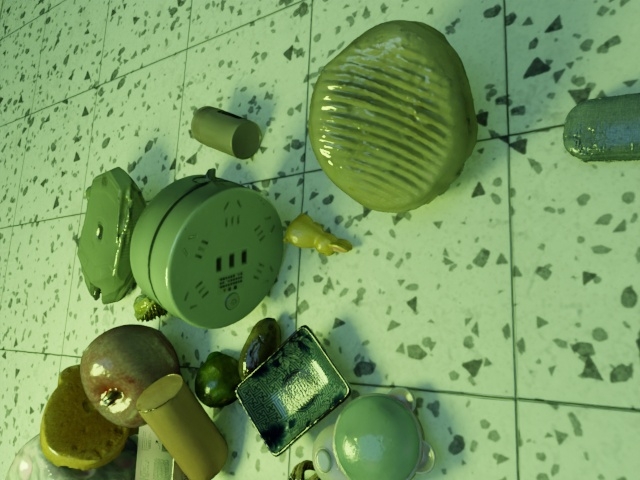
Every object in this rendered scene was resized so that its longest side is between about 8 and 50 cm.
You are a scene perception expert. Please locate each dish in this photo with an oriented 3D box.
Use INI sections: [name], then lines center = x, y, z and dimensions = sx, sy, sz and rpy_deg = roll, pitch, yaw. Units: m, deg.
[dish]
center = -0.051, 0.328, 1.125
dimensions = 0.243, 0.080, 0.182
rpy_deg = -45, 65, 15

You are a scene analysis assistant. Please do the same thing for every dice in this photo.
[dice]
center = -0.649, 0.667, 1.354
dimensions = 0.271, 0.270, 0.270
rpy_deg = 30, 98, 36

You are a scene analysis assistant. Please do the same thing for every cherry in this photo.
[cherry]
center = -0.482, 0.338, 1.323
dimensions = 0.221, 0.307, 0.261
rpy_deg = -28, 102, 4

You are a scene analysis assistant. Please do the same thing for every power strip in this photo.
[power strip]
center = -0.250, 0.014, 1.178
dimensions = 0.161, 0.357, 0.358
rpy_deg = 21, 92, 38

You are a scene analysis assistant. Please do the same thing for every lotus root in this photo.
[lotus root]
center = -0.143, 0.269, 1.203
dimensions = 0.080, 0.089, 0.179
rpy_deg = -178, 104, -75

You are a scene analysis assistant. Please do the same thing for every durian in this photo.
[durian]
center = -0.476, 0.157, 1.465
dimensions = 0.146, 0.102, 0.208
rpy_deg = -49, 34, 14

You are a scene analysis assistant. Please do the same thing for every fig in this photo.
[fig]
center = -0.251, 0.326, 1.253
dimensions = 0.123, 0.123, 0.156
rpy_deg = -46, 46, 18

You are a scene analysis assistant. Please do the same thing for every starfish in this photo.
[starfish]
center = -0.015, 0.539, 1.069
dimensions = 0.190, 0.074, 0.146
rpy_deg = -48, 52, 15

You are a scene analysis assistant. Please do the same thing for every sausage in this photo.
[sausage]
center = -0.317, 0.450, 1.208
dimensions = 0.123, 0.123, 0.253
rpy_deg = -14, 113, 32

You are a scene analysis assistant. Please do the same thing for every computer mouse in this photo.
[computer mouse]
center = -0.625, -0.015, 1.576
dimensions = 0.228, 0.145, 0.429
rpy_deg = 22, 105, 29

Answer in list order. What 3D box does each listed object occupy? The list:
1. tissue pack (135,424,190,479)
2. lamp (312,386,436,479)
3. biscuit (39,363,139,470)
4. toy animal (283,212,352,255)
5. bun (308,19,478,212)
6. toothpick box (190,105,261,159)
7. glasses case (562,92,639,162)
[tissue pack]
center = -0.393, 0.591, 1.303
dimensions = 0.148, 0.092, 0.246
rpy_deg = -8, 75, 32
[lamp]
center = 0.088, 0.396, 0.988
dimensions = 0.246, 0.108, 0.180
rpy_deg = -28, 58, 18
[biscuit]
center = -0.589, 0.467, 1.379
dimensions = 0.344, 0.287, 0.057
rpy_deg = -115, 40, -57
[toy animal]
center = -0.002, 0.003, 1.180
dimensions = 0.159, 0.070, 0.083
rpy_deg = 25, 54, 23
[bun]
center = 0.138, -0.240, 1.020
dimensions = 0.326, 0.234, 0.362
rpy_deg = -5, 104, 10
[toothpick box]
center = -0.261, -0.297, 1.400
dimensions = 0.180, 0.111, 0.111
rpy_deg = 27, 95, 35
[glasses case]
center = 0.552, -0.188, 0.837
dimensions = 0.282, 0.067, 0.109
rpy_deg = 3, 84, 34
